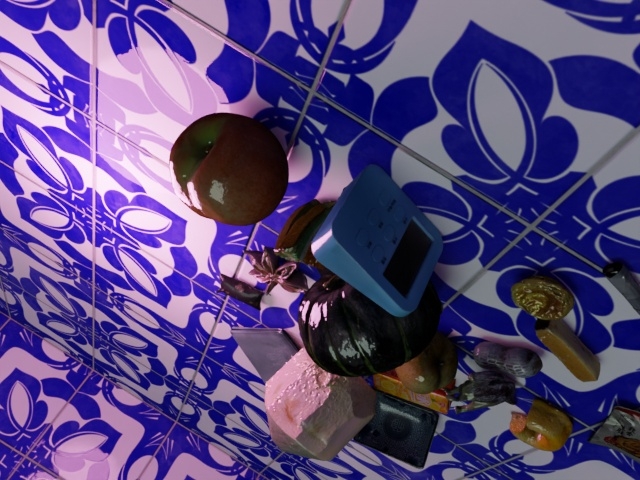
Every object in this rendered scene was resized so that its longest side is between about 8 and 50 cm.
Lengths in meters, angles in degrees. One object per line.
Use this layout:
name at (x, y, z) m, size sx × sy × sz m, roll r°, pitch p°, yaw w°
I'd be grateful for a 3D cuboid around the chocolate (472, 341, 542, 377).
chocolate at (0.444, 0.283, 1.563) m, size 0.166 × 0.072 × 0.072 m, roll 6°, pitch 138°, yaw 32°

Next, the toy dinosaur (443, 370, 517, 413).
toy dinosaur at (0.404, 0.382, 1.652) m, size 0.162 × 0.077 × 0.294 m, roll -20°, pitch 158°, yaw 24°

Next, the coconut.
coconut at (-0.019, 0.479, 1.908) m, size 0.297 × 0.309 × 0.297 m, roll 44°, pitch 177°, yaw 3°

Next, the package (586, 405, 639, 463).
package at (0.756, 0.475, 1.594) m, size 0.154 × 0.030 × 0.239 m, roll 22°, pitch 145°, yaw 18°

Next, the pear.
pear at (0.267, 0.302, 1.648) m, size 0.167 × 0.167 × 0.136 m, roll 42°, pitch 152°, yaw -14°

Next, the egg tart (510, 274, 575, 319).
egg tart at (0.459, 0.111, 1.355) m, size 0.130 × 0.052 × 0.130 m, roll 22°, pitch 146°, yaw 16°

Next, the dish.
dish at (0.241, 0.579, 2.056) m, size 0.243 × 0.182 × 0.080 m, roll 17°, pitch -179°, yaw 23°

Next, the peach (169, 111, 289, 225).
peach at (-0.186, -0.146, 1.391) m, size 0.252 × 0.252 × 0.253 m, roll 21°, pitch 144°, yaw 16°

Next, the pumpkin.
pumpkin at (0.110, 0.168, 1.469) m, size 0.323 × 0.323 × 0.242 m, roll -9°, pitch 108°, yaw 44°

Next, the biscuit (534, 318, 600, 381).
biscuit at (0.543, 0.233, 1.439) m, size 0.188 × 0.056 × 0.052 m, roll 45°, pitch 142°, yaw -16°

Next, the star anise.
star anise at (-0.122, 0.075, 1.764) m, size 0.207 × 0.063 × 0.172 m, roll -8°, pitch 125°, yaw 48°

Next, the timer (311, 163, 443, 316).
timer at (0.133, 0.000, 1.319) m, size 0.250 × 0.232 × 0.091 m, roll 37°, pitch 143°, yaw -9°

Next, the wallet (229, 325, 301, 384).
wallet at (-0.140, 0.388, 2.171) m, size 0.251 × 0.054 × 0.291 m, roll -6°, pitch 125°, yaw 37°

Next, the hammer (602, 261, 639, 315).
hammer at (0.691, 0.187, 1.283) m, size 0.427 × 0.044 × 0.152 m, roll 47°, pitch 144°, yaw -18°

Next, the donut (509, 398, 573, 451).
donut at (0.579, 0.494, 1.719) m, size 0.146 × 0.078 × 0.181 m, roll 32°, pitch 147°, yaw 5°

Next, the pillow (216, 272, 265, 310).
pillow at (-0.238, 0.152, 1.957) m, size 0.150 × 0.048 × 0.090 m, roll 22°, pitch 153°, yaw 7°

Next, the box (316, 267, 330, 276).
box at (0.060, 0.101, 1.682) m, size 0.126 × 0.027 × 0.125 m, roll 1°, pitch 132°, yaw 39°

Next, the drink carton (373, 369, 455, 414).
drink carton at (0.264, 0.404, 1.856) m, size 0.222 × 0.071 × 0.096 m, roll 17°, pitch 142°, yaw 21°

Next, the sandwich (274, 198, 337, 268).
sandwich at (-0.006, 0.005, 1.477) m, size 0.160 × 0.185 × 0.109 m, roll 51°, pitch 149°, yaw -20°
